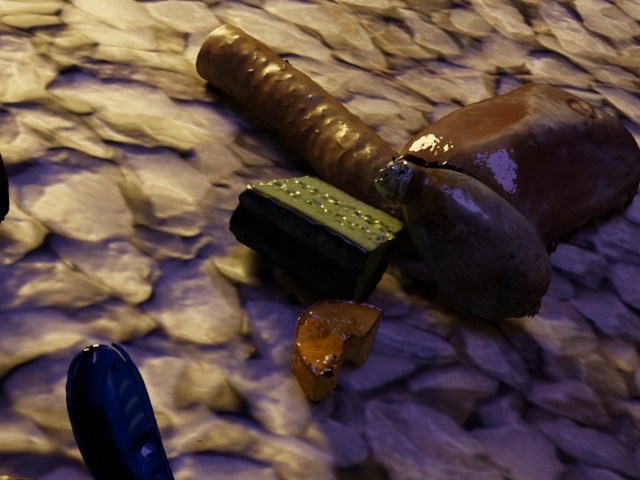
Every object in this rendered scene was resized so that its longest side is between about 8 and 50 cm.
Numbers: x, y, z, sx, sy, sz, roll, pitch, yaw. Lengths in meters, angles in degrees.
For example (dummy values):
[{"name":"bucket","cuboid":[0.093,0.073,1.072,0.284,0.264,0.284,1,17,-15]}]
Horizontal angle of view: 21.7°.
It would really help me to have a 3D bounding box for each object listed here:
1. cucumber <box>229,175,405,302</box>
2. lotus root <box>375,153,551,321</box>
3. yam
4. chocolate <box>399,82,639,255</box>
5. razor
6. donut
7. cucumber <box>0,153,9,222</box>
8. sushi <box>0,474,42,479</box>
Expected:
[{"name":"cucumber","cuboid":[0.000,0.000,1.232,0.115,0.062,0.116,32,17,19]},{"name":"lotus root","cuboid":[0.109,-0.005,1.241,0.165,0.088,0.088,46,32,-7]},{"name":"yam","cuboid":[-0.003,-0.091,1.376,0.066,0.066,0.299,-12,41,-39]},{"name":"chocolate","cuboid":[0.177,-0.077,1.421,0.161,0.083,0.261,31,34,24]},{"name":"razor","cuboid":[-0.044,0.192,0.758,0.056,0.324,0.093,-18,15,31]},{"name":"donut","cuboid":[0.011,0.078,1.139,0.067,0.038,0.083,11,37,-15]},{"name":"cucumber","cuboid":[-0.288,-0.106,1.247,0.081,0.072,0.303,3,35,-23]},{"name":"sushi","cuboid":[-0.188,0.193,0.732,0.200,0.213,0.204,15,36,-55]}]
